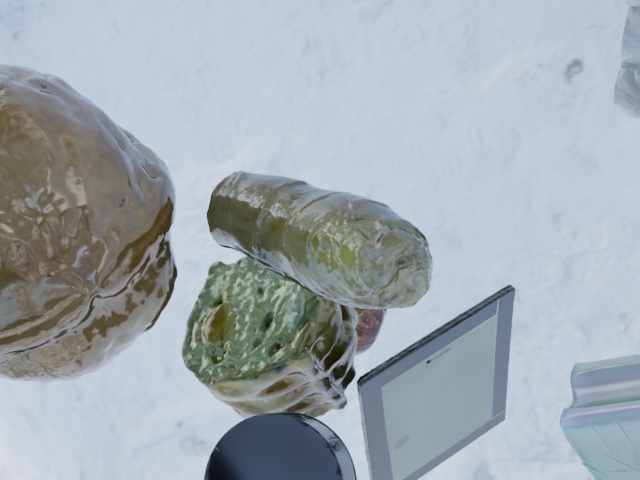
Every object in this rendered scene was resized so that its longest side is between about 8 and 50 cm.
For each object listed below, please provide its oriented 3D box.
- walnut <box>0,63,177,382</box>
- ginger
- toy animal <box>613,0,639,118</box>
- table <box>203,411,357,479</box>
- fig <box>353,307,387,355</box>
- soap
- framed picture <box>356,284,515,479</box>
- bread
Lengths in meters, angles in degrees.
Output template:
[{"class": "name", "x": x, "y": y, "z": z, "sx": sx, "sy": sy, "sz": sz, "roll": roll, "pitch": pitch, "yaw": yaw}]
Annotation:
[{"class": "walnut", "x": -0.290, "y": -0.014, "z": 0.860, "sx": 0.344, "sy": 0.306, "sz": 0.306, "roll": 26, "pitch": 120, "yaw": 49}, {"class": "ginger", "x": 0.000, "y": 0.000, "z": 0.860, "sx": 0.263, "sy": 0.116, "sz": 0.109, "roll": 18, "pitch": 130, "yaw": 39}, {"class": "toy animal", "x": 0.550, "y": -0.282, "z": 1.184, "sx": 0.265, "sy": 0.206, "sz": 0.272, "roll": 11, "pitch": 132, "yaw": 24}, {"class": "table", "x": -0.036, "y": 0.220, "z": 0.786, "sx": 0.133, "sy": 0.043, "sz": 0.134, "roll": -3, "pitch": 79, "yaw": 18}, {"class": "fig", "x": -0.004, "y": 0.132, "z": 1.677, "sx": 0.257, "sy": 0.159, "sz": 0.159, "roll": 11, "pitch": 112, "yaw": 10}, {"class": "soap", "x": 0.495, "y": 0.224, "z": 1.057, "sx": 0.347, "sy": 0.115, "sz": 0.208, "roll": -18, "pitch": 121, "yaw": 38}, {"class": "framed picture", "x": 0.174, "y": 0.235, "z": 1.286, "sx": 0.016, "sy": 0.265, "sz": 0.347, "roll": 47, "pitch": 159, "yaw": 38}, {"class": "bread", "x": -0.057, "y": 0.139, "z": 1.224, "sx": 0.196, "sy": 0.252, "sz": 0.239, "roll": 13, "pitch": 77, "yaw": 23}]
